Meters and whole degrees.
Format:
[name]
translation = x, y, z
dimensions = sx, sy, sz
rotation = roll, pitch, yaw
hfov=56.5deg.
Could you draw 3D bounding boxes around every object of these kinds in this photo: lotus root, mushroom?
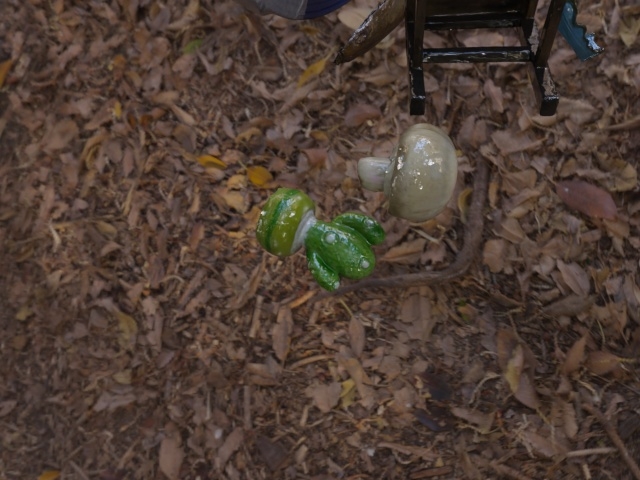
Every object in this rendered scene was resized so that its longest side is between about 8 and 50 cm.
[lotus root]
translation = 0.160, -0.616, 1.757
dimensions = 0.078, 0.167, 0.329
rotation = 41, 69, -3
[mushroom]
translation = 0.206, -0.165, 1.430
dimensions = 0.234, 0.260, 0.254
rotation = 10, 60, 8

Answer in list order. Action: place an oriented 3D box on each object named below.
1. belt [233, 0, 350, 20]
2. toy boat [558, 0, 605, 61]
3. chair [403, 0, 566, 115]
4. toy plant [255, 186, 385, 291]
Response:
[belt]
translation = -0.026, -0.451, 0.882
dimensions = 0.117, 0.347, 0.212
rotation = 35, 133, 20
[toy boat]
translation = 0.530, -0.447, 1.221
dimensions = 0.077, 0.185, 0.075
rotation = -34, 48, 29
[chair]
translation = 0.205, -0.381, 0.777
dimensions = 0.203, 0.240, 0.416
rotation = -1, 48, 6
[toy plant]
translation = 0.000, 0.000, 1.563
dimensions = 0.316, 0.184, 0.224
rotation = 24, 74, 16
